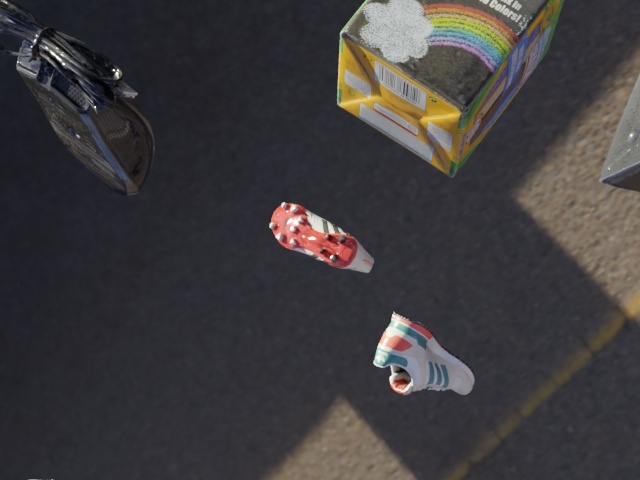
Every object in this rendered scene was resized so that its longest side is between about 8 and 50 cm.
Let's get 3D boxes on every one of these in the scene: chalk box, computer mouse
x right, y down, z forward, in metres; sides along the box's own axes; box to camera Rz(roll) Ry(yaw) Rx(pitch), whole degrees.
[{"bbox_3d":[0.173,-0.260,1.646,0.180,0.289,0.179,35,161,13],"label":"chalk box"},{"bbox_3d":[-0.222,-0.139,1.358,0.188,0.072,0.272,35,163,22],"label":"computer mouse"}]

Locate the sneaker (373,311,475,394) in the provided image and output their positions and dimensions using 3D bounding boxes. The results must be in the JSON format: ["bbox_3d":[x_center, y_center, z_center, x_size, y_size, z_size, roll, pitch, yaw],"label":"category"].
[{"bbox_3d":[0.113,0.148,1.567,0.057,0.075,0.161,22,164,45],"label":"sneaker"}]

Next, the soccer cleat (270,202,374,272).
[{"bbox_3d":[0.000,0.000,0.876,0.083,0.035,0.029,26,87,45],"label":"soccer cleat"}]

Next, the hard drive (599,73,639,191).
[{"bbox_3d":[0.329,-0.160,1.127,0.054,0.254,0.172,32,158,-12],"label":"hard drive"}]
